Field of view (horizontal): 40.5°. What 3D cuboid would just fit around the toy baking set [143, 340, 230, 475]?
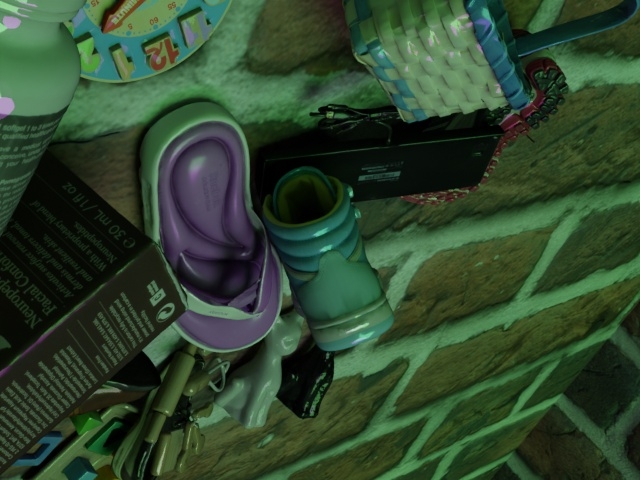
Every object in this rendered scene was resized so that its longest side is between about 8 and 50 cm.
[{"bbox_3d":[-0.180,0.211,1.222,0.196,0.030,0.256,74,33,-64],"label":"toy baking set"}]

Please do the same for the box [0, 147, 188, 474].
[{"bbox_3d":[-0.333,0.102,0.790,0.381,0.191,0.143,-44,152,-18],"label":"box"}]

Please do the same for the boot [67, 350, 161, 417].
[{"bbox_3d":[-0.369,0.241,1.110,0.280,0.096,0.264,-46,159,21],"label":"boot"}]

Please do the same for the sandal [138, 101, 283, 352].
[{"bbox_3d":[-0.121,0.025,1.036,0.169,0.102,0.416,-30,141,-15],"label":"sandal"}]

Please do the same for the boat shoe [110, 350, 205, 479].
[{"bbox_3d":[-0.225,0.268,1.279,0.223,0.073,0.080,-59,154,2],"label":"boat shoe"}]

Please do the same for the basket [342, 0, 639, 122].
[{"bbox_3d":[0.177,-0.256,0.895,0.289,0.201,0.255,-13,157,17],"label":"basket"}]

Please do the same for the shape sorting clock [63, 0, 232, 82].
[{"bbox_3d":[-0.157,-0.226,0.754,0.206,0.040,0.206,-29,149,-19],"label":"shape sorting clock"}]

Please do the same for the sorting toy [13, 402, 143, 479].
[{"bbox_3d":[-0.325,0.335,1.329,0.196,0.047,0.347,-40,151,0],"label":"sorting toy"}]

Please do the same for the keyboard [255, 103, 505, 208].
[{"bbox_3d":[0.078,-0.115,1.084,0.317,0.033,0.201,-8,149,-14],"label":"keyboard"}]

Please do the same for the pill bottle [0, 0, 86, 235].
[{"bbox_3d":[-0.287,-0.103,0.639,0.176,0.176,0.318,3,130,-50],"label":"pill bottle"}]

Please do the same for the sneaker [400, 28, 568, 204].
[{"bbox_3d":[0.207,-0.158,1.199,0.121,0.112,0.299,22,129,-38],"label":"sneaker"}]

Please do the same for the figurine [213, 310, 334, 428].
[{"bbox_3d":[-0.047,0.195,1.426,0.215,0.092,0.209,3,122,-49],"label":"figurine"}]

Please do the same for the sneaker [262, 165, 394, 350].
[{"bbox_3d":[0.000,0.000,1.103,0.127,0.208,0.319,-22,-169,-6],"label":"sneaker"}]
